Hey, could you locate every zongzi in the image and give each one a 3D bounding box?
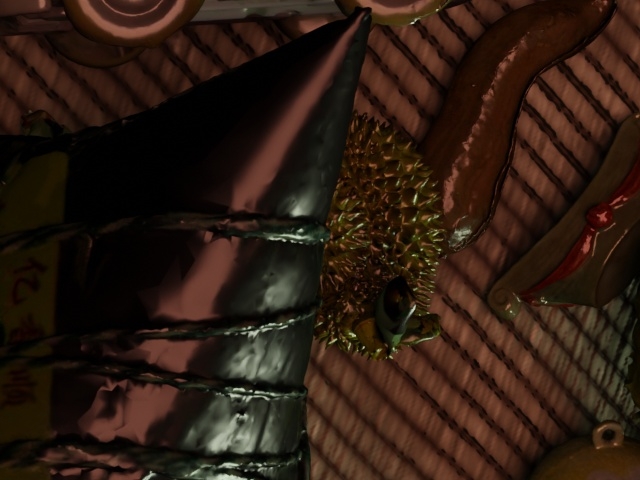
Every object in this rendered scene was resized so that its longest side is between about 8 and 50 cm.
[{"bbox_3d":[-0.078,0.044,1.067,0.319,0.362,0.383,5,63,-53],"label":"zongzi"}]

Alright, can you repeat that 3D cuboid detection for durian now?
[{"bbox_3d":[0.002,-0.008,1.233,0.198,0.146,0.159,37,51,-2],"label":"durian"}]

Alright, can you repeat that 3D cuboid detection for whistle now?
[{"bbox_3d":[0.208,0.233,1.324,0.123,0.123,0.223,-7,111,-13],"label":"whistle"}]

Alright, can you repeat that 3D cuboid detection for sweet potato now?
[{"bbox_3d":[0.125,-0.095,1.300,0.081,0.062,0.233,36,82,-33],"label":"sweet potato"}]

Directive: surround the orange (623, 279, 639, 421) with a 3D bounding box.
[{"bbox_3d":[0.350,0.053,1.279,0.301,0.223,0.300,-13,114,-32],"label":"orange"}]

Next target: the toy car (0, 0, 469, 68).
[{"bbox_3d":[-0.055,-0.232,1.157,0.336,0.242,0.226,-7,93,-11],"label":"toy car"}]

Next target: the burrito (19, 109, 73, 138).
[{"bbox_3d":[-0.130,0.044,1.251,0.104,0.054,0.288,-43,103,-7],"label":"burrito"}]

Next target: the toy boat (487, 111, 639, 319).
[{"bbox_3d":[0.200,-0.008,1.319,0.185,0.071,0.089,-51,145,-5],"label":"toy boat"}]
